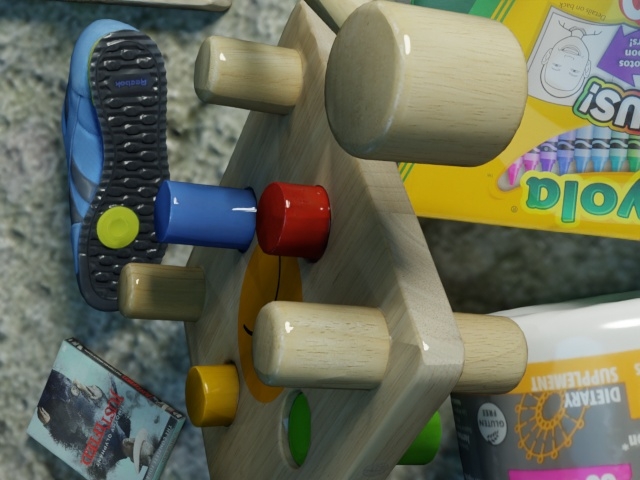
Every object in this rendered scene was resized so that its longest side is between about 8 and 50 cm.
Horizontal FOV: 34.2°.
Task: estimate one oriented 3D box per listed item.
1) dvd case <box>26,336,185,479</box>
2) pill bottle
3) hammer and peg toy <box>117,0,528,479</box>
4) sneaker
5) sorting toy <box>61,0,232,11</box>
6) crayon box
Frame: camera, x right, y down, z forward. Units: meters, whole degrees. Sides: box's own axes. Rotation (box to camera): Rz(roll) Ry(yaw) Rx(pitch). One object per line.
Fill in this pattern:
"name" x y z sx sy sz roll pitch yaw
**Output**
"dvd case" -0.165 0.140 0.792 0.119 0.013 0.087 30 104 21
"pill bottle" 0.164 0.169 0.552 0.162 0.162 0.278 -11 86 26
"hammer and peg toy" 0.000 0.000 0.544 0.266 0.127 0.361 -107 32 -41
"sneaker" -0.153 -0.055 0.762 0.082 0.069 0.209 23 113 57
"sorting toy" -0.180 -0.306 0.745 0.257 0.089 0.255 10 96 25
"crayon box" 0.188 -0.081 0.578 0.279 0.081 0.165 7 94 25
